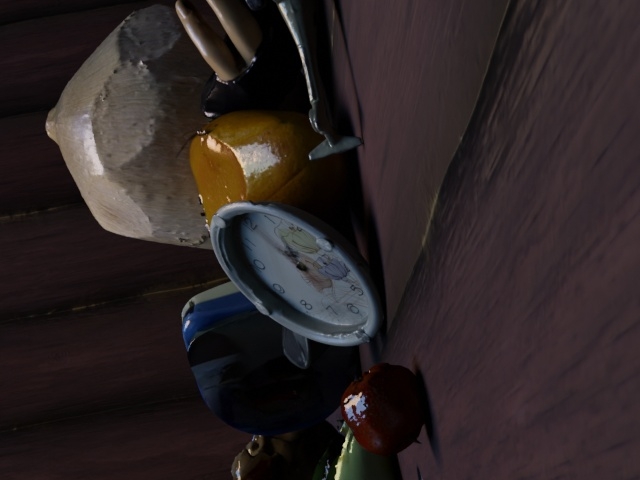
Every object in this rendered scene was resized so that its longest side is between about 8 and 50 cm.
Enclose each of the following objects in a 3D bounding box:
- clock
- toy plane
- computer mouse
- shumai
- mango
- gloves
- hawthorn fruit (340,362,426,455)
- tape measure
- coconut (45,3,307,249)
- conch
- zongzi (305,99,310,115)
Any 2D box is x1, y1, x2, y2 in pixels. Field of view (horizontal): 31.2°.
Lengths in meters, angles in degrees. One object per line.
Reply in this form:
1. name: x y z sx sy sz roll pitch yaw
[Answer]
1. clock: -0.021 0.030 1.345 0.053 0.236 0.236 -51 -27 -31
2. toy plane: -0.019 -0.233 1.218 0.108 0.092 0.286 19 -121 -70
3. computer mouse: 0.000 0.000 1.567 0.167 0.090 0.379 106 167 -59
4. shumai: -0.026 0.414 1.843 0.283 0.217 0.346 73 -176 -66
5. mango: -0.047 -0.080 1.394 0.257 0.138 0.187 -4 119 53
6. gloves: -0.076 -0.277 1.403 0.197 0.152 0.301 -59 -25 -30
7. hawthorn fruit: 0.067 0.167 1.118 0.093 0.093 0.093 169 90 -86
8. tape measure: -0.069 0.170 1.790 0.138 0.259 0.262 -105 2 -56
9. coconut: -0.212 -0.165 1.663 0.346 0.360 0.346 -169 90 -81
10. conch: 0.038 0.347 1.502 0.143 0.137 0.250 87 172 -66
11. zongzi: -0.040 -0.184 1.785 0.160 0.078 0.176 63 155 21
